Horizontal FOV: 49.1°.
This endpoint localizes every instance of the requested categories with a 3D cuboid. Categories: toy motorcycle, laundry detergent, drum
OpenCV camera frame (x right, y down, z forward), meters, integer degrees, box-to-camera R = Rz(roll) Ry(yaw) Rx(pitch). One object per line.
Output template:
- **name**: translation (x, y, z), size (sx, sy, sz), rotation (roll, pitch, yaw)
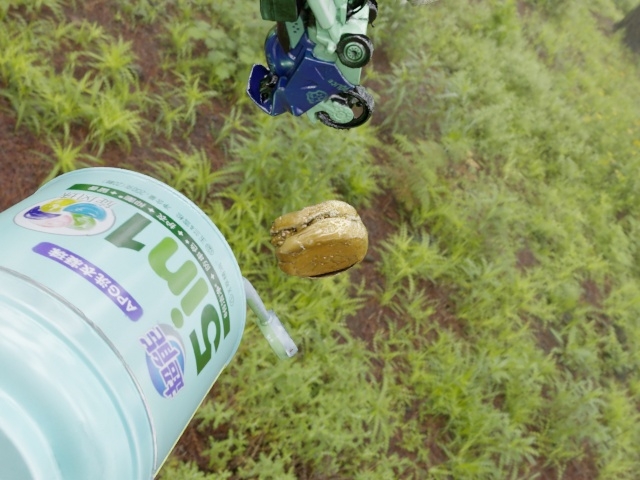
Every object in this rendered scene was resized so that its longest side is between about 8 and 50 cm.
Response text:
- **toy motorcycle**: translation (-0.019, -0.275, 0.992), size (0.196, 0.331, 0.125), rotation (4, 59, 8)
- **laundry detergent**: translation (-0.250, 0.113, 0.651), size (0.287, 0.287, 0.305), rotation (37, 26, -4)
- **drum**: translation (-0.127, 0.158, 1.535), size (0.253, 0.049, 0.130), rotation (61, -7, -28)

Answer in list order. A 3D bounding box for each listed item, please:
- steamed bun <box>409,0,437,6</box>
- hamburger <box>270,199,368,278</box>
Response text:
- **steamed bun**: translation (0.199, -0.481, 1.024), size (0.207, 0.280, 0.268), rotation (18, 69, -19)
- **hamburger**: translation (0.002, 0.000, 1.454), size (0.213, 0.213, 0.108), rotation (7, 56, -35)
